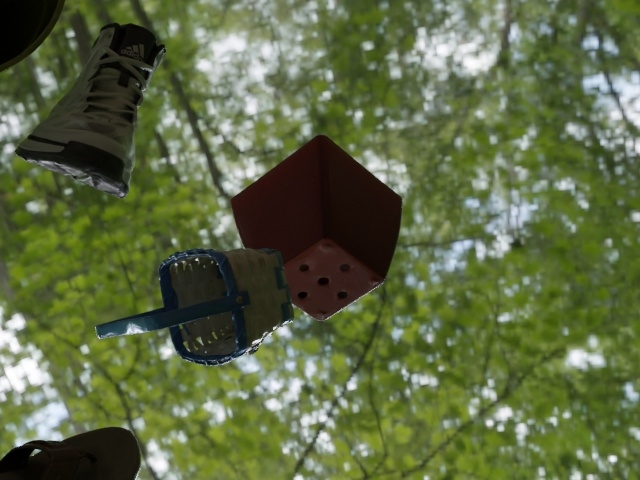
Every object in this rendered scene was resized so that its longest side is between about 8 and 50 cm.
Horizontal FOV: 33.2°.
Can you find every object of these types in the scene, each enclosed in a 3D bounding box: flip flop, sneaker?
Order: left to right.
[{"bbox_3d":[-0.340,0.278,1.242,0.277,0.080,0.112,-8,-126,-24],"label":"flip flop"},{"bbox_3d":[-0.339,-0.221,1.641,0.169,0.257,0.447,23,-177,-18],"label":"sneaker"}]

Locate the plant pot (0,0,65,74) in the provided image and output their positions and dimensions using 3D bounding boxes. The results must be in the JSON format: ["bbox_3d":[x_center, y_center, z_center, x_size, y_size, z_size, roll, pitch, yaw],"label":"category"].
[{"bbox_3d":[-0.600,-0.352,1.591,0.366,0.366,0.353,-34,-175,-30],"label":"plant pot"}]

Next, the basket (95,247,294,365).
[{"bbox_3d":[-0.205,0.113,1.798,0.289,0.201,0.255,-9,180,-33],"label":"basket"}]

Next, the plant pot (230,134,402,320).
[{"bbox_3d":[0.000,0.000,2.172,0.267,0.267,0.235,-34,-141,27],"label":"plant pot"}]
